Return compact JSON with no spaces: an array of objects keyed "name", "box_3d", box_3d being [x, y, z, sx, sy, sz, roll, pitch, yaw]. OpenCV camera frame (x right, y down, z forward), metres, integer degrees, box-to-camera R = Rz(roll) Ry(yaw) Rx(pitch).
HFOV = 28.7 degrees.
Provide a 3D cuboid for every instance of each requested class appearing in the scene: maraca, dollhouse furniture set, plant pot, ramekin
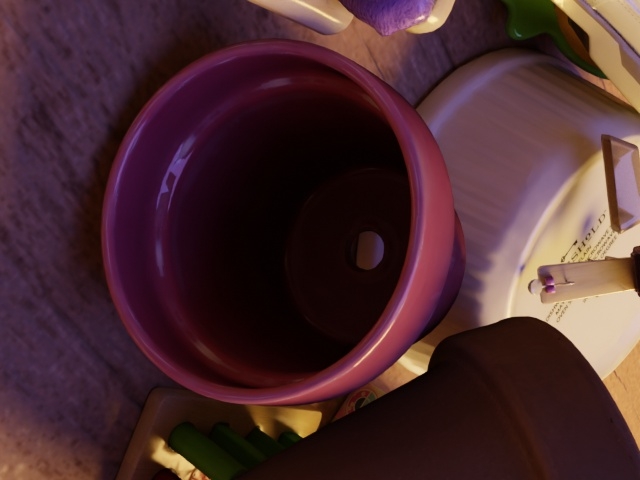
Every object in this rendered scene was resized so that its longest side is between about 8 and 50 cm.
[{"name":"maraca","box_3d":[0.210,-0.186,0.921,0.186,0.099,0.127,11,93,-22]},{"name":"dollhouse furniture set","box_3d":[0.174,-0.013,0.849,0.081,0.091,0.114,-7,96,2]},{"name":"plant pot","box_3d":[0.057,0.198,0.757,0.229,0.263,0.263,-15,124,-13]},{"name":"plant pot","box_3d":[0.000,0.000,0.750,0.201,0.201,0.180,-64,154,3]},{"name":"ramekin","box_3d":[0.165,0.001,0.950,0.273,0.127,0.273,-23,127,-35]}]

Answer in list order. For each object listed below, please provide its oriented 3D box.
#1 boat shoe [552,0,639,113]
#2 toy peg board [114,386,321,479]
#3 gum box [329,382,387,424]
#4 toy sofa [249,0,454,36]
[{"name":"boat shoe","box_3d":[0.174,-0.202,0.806,0.103,0.113,0.302,-39,120,17]},{"name":"toy peg board","box_3d":[-0.063,0.196,0.864,0.161,0.079,0.160,15,100,-47]},{"name":"gum box","box_3d":[0.069,0.199,1.009,0.107,0.062,0.188,-56,138,-5]},{"name":"toy sofa","box_3d":[0.017,-0.292,0.608,0.150,0.177,0.362,16,101,-48]}]
